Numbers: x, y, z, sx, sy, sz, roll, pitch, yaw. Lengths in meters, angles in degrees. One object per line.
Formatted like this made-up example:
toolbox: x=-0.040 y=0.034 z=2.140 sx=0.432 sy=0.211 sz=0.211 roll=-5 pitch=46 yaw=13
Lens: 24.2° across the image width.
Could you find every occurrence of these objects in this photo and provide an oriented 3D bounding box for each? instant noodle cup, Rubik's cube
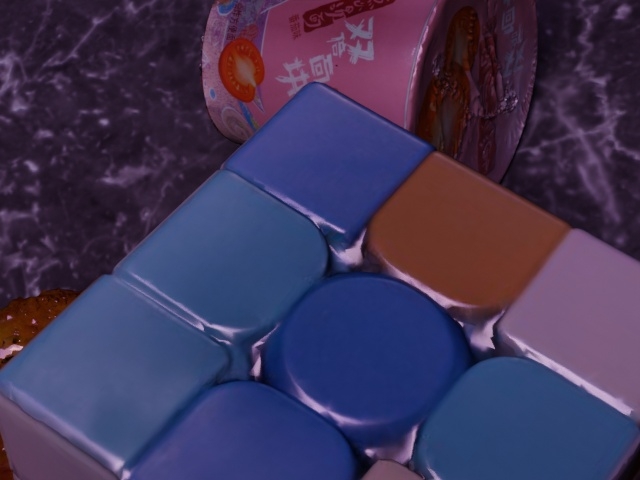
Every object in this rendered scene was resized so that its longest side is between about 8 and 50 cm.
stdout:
instant noodle cup: x=0.040 y=-0.156 z=1.315 sx=0.231 sy=0.243 sz=0.243 roll=16 pitch=73 yaw=28
Rubik's cube: x=0.023 y=0.164 z=1.054 sx=0.346 sy=0.347 sz=0.344 roll=31 pitch=56 yaw=19

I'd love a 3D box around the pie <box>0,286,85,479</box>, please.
pie: x=-0.182 y=0.171 z=1.273 sx=0.308 sy=0.085 sz=0.308 roll=7 pitch=67 yaw=-18
